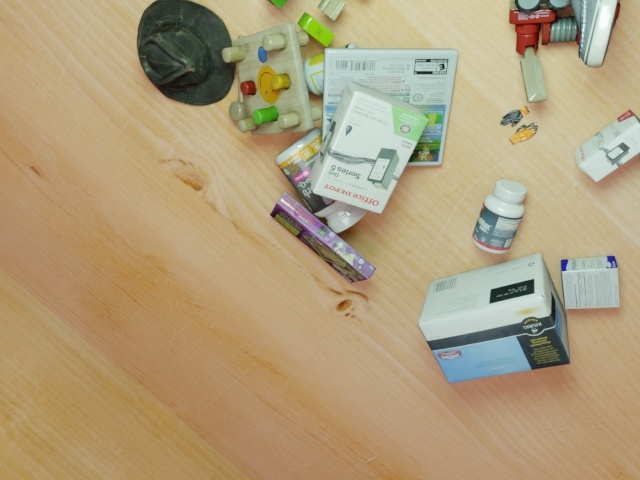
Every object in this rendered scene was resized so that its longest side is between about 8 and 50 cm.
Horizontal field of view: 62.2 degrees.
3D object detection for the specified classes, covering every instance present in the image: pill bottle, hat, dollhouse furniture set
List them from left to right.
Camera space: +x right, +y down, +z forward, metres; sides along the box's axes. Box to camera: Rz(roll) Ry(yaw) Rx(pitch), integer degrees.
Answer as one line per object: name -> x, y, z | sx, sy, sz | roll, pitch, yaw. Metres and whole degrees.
hat -> -0.412, -0.521, 1.504 | 0.330, 0.134, 0.332 | 10, 120, 17
pill bottle -> 0.010, -0.168, 1.517 | 0.162, 0.162, 0.279 | -30, 104, 32
pill bottle -> 0.020, -0.441, 1.392 | 0.184, 0.103, 0.103 | -9, 115, 26
dollhouse furniture set -> 0.026, -0.660, 1.290 | 0.197, 0.151, 0.302 | 31, 109, -22
pill bottle -> 0.481, -0.066, 1.419 | 0.107, 0.108, 0.180 | 17, 122, 12

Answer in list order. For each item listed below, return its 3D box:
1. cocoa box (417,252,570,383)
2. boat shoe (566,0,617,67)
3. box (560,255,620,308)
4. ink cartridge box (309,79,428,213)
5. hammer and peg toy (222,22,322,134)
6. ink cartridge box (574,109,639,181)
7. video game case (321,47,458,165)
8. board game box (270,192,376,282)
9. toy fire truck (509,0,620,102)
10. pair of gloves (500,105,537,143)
cocoa box -> 0.493, 0.225, 1.505 | 0.346, 0.231, 0.228 | -19, 110, 30
boat shoe -> 0.489, -0.506, 1.018 | 0.158, 0.127, 0.341 | 9, 95, 26
box -> 0.731, 0.115, 1.443 | 0.137, 0.072, 0.126 | -6, 116, 24
ink cartridge box -> 0.112, -0.227, 1.325 | 0.198, 0.115, 0.273 | 16, 117, -16
hammer and peg toy -> -0.164, -0.412, 1.394 | 0.361, 0.127, 0.266 | 10, 117, 48
ink cartridge box -> 0.686, -0.222, 1.246 | 0.063, 0.109, 0.150 | 42, 125, -8
video game case -> 0.168, -0.334, 1.358 | 0.328, 0.036, 0.300 | -2, 120, -6
board game box -> 0.000, 0.000, 1.614 | 0.346, 0.208, 0.056 | 40, 81, -4
toy fire truck -> 0.526, -0.450, 1.169 | 0.216, 0.159, 0.247 | 4, 131, 19
pair of gloves -> 0.501, -0.291, 1.341 | 0.074, 0.010, 0.083 | -28, 104, 32
